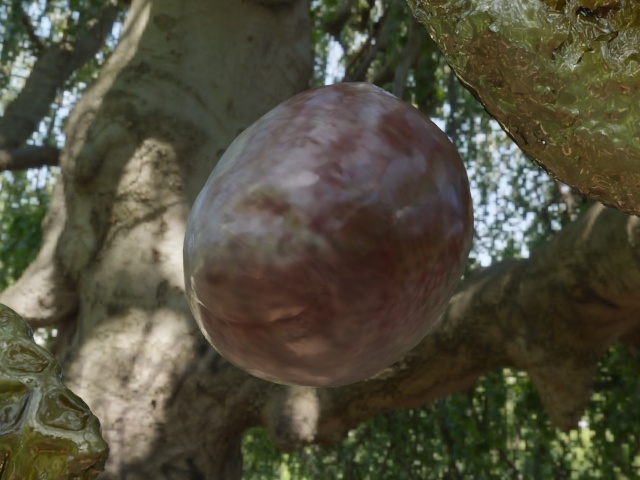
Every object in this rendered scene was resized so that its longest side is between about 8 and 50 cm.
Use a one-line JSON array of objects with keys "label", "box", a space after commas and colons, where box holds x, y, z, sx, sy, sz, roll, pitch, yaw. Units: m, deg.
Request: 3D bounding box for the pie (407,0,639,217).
[{"label": "pie", "box": [0.156, -0.130, 0.380, 0.274, 0.274, 0.055, 4, -23, -5]}]

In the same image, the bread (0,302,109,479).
[{"label": "bread", "box": [-0.256, 0.139, 0.675, 0.088, 0.128, 0.232, 18, 16, -46]}]

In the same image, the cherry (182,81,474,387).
[{"label": "cherry", "box": [-0.006, 0.009, 0.896, 0.291, 0.335, 0.326, 36, -40, 2]}]
